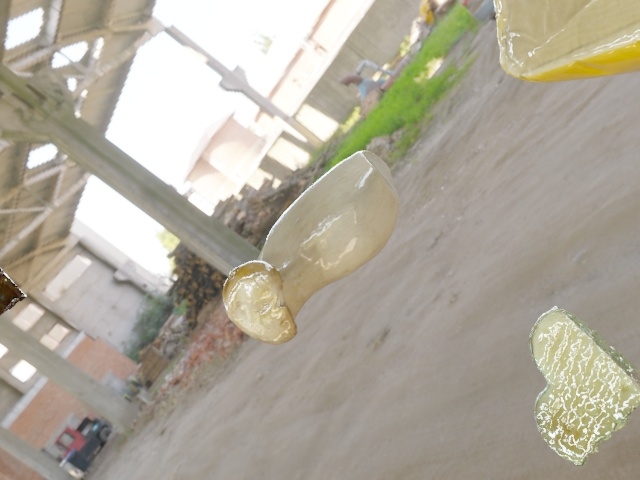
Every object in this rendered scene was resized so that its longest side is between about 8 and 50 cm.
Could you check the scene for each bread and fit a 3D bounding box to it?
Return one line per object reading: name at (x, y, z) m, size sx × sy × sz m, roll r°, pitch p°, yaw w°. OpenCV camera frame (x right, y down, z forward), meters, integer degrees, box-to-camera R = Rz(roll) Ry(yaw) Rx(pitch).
bread at (0.400, 0.209, 0.943) m, size 0.172 × 0.232 × 0.064 m, roll -9°, pitch -8°, yaw 34°

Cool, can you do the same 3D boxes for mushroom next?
mushroom at (0.001, 0.001, 0.578) m, size 0.212 × 0.088 × 0.097 m, roll -42°, pitch -5°, yaw -28°

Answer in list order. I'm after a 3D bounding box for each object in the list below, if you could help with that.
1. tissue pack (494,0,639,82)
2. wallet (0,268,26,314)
tissue pack at (0.381, -0.281, 0.554) m, size 0.381 × 0.229 × 0.293 m, roll -16°, pitch 7°, yaw -28°
wallet at (-0.270, -0.034, 0.298) m, size 0.031 × 0.255 × 0.137 m, roll -19°, pitch 20°, yaw 37°
